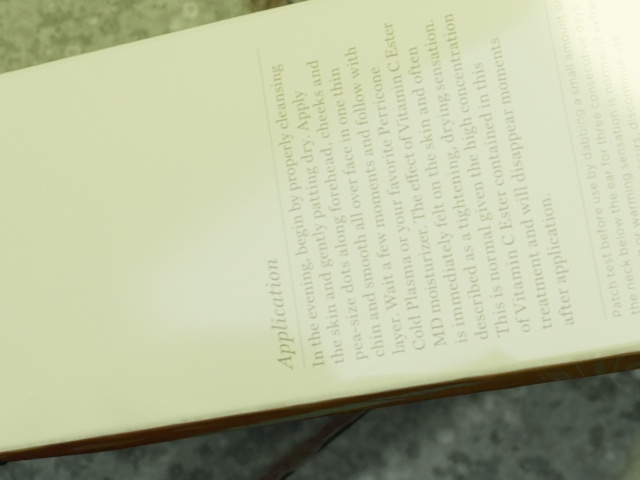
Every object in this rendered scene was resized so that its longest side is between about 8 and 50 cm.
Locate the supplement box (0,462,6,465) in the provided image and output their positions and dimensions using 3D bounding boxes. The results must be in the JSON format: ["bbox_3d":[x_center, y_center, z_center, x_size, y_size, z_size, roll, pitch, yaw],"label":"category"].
[{"bbox_3d":[-0.243,0.101,0.688,0.083,0.056,0.083,-12,79,12],"label":"supplement box"}]

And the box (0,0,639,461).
[{"bbox_3d":[0.000,0.000,0.560,0.345,0.215,0.168,-11,80,13],"label":"box"}]
